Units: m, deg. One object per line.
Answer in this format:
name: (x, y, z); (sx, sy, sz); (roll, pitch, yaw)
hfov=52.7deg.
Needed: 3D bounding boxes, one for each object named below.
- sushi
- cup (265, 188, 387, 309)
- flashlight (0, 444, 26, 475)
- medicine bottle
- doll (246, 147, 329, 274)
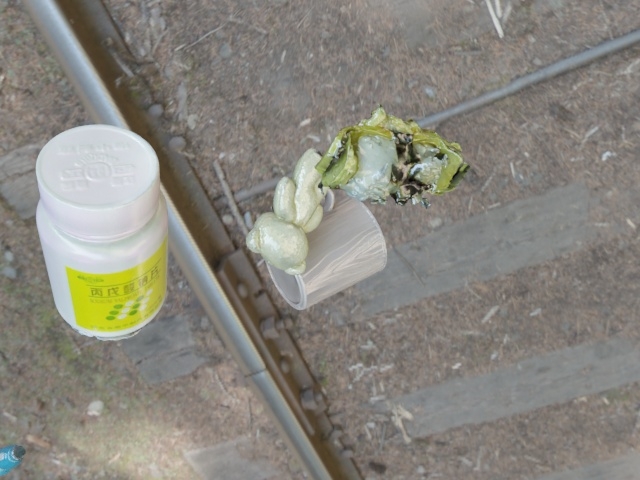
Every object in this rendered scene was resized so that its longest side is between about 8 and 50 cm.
sushi: (0.129, -0.134, 1.075); (0.290, 0.131, 0.139); (4, 139, -30)
cup: (0.011, 0.010, 1.668); (0.273, 0.208, 0.288); (-27, 136, -24)
flashlight: (-0.580, 0.404, 1.203); (0.051, 0.051, 0.129); (43, 132, -18)
medicine bottle: (-0.377, -0.004, 1.139); (0.213, 0.214, 0.379); (13, 141, -3)
doll: (-0.062, -0.073, 1.482); (0.175, 0.149, 0.278); (32, 83, -28)
